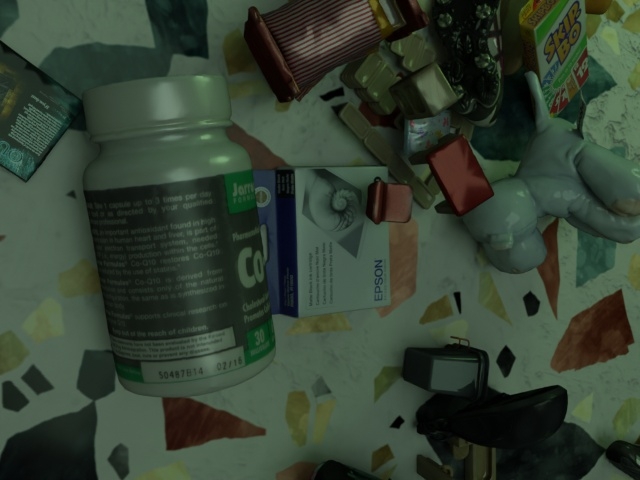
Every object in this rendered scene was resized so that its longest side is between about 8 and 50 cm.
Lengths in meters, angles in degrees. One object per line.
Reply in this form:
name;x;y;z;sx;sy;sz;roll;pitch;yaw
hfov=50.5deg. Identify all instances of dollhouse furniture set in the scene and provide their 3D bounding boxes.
dollhouse furniture set;0.076;-0.172;0.910;0.201;0.152;0.374;-32;101;-5
dollhouse furniture set;0.256;0.397;1.126;0.151;0.123;0.144;-4;97;-25

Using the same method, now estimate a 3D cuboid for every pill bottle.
pill bottle;-0.176;-0.010;0.838;0.204;0.204;0.361;-12;101;-24

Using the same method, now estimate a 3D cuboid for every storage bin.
storage bin;0.194;0.201;1.079;0.091;0.135;0.098;8;87;-16

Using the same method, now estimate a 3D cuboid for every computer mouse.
computer mouse;0.286;0.280;1.046;0.188;0.272;0.072;-12;76;-22

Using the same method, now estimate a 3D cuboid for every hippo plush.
hippo plush;0.358;-0.053;1.069;0.236;0.234;0.294;-40;131;-5

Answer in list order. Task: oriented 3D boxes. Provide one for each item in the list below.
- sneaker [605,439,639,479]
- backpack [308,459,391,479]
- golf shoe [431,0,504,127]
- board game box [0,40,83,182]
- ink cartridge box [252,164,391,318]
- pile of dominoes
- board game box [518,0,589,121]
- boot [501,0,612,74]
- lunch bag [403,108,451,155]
sneaker;0.652;0.410;1.347;0.228;0.086;0.132;40;73;-33
backpack;0.070;0.464;1.007;0.253;0.191;0.225;26;86;-18
golf shoe;0.240;-0.311;1.074;0.120;0.105;0.273;29;62;-61
board game box;-0.399;-0.173;0.816;0.186;0.026;0.126;38;79;-24
ink cartridge box;0.000;0.000;1.010;0.223;0.045;0.223;-5;97;-25
pile of dominoes;0.139;-0.200;1.076;0.251;0.040;0.196;43;75;-31
board game box;0.379;-0.309;1.092;0.124;0.039;0.259;-49;142;-9
boot;0.407;-0.403;1.138;0.211;0.104;0.295;8;96;-32
lunch bag;0.156;-0.167;1.038;0.083;0.053;0.071;-13;108;-40
